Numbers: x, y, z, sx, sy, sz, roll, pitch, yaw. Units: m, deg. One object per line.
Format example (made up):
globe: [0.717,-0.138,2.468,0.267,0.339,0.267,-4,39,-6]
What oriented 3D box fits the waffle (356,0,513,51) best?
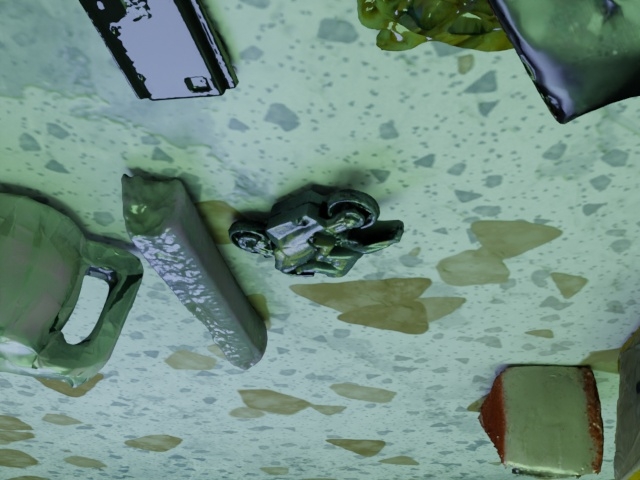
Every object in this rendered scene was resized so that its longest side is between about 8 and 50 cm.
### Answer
waffle: [0.119,-0.196,0.479,0.223,0.054,0.204,-5,148,11]

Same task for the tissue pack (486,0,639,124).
tissue pack: [0.140,-0.221,0.312,0.245,0.123,0.332,-21,127,29]

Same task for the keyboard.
keyboard: [-0.133,-0.184,0.544,0.094,0.025,0.230,-3,149,12]

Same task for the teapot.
teapot: [-0.330,0.067,0.826,0.163,0.178,0.221,-20,144,33]

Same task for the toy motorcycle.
toy motorcycle: [0.000,0.000,0.806,0.193,0.061,0.124,-14,140,36]

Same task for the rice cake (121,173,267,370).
rice cake: [-0.133,0.055,0.900,0.064,0.070,0.399,-8,148,8]

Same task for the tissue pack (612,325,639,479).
tissue pack: [0.588,0.207,0.912,0.382,0.228,0.293,7,149,7]

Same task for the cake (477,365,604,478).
cake: [0.348,0.267,1.245,0.158,0.159,0.262,2,-176,-1]
